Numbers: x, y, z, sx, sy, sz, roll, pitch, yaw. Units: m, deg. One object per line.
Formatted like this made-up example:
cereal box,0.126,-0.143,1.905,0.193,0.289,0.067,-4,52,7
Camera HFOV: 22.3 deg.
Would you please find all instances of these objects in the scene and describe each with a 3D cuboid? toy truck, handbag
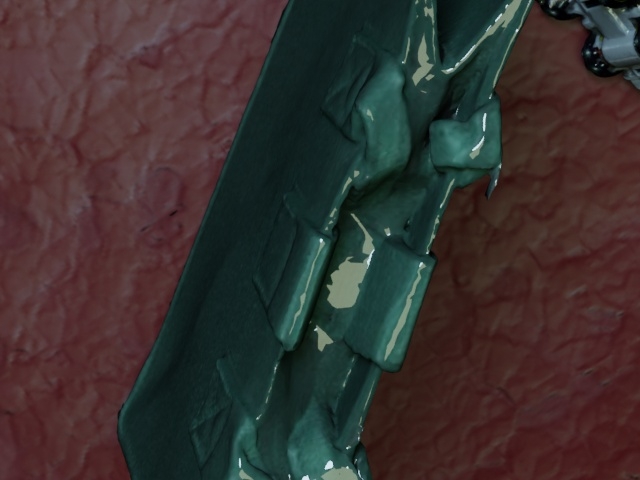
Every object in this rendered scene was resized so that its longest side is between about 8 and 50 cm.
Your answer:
toy truck,0.173,-0.129,0.857,0.077,0.076,0.111,-45,104,-13
handbag,0.001,0.000,0.789,0.089,0.238,0.326,20,102,-13
